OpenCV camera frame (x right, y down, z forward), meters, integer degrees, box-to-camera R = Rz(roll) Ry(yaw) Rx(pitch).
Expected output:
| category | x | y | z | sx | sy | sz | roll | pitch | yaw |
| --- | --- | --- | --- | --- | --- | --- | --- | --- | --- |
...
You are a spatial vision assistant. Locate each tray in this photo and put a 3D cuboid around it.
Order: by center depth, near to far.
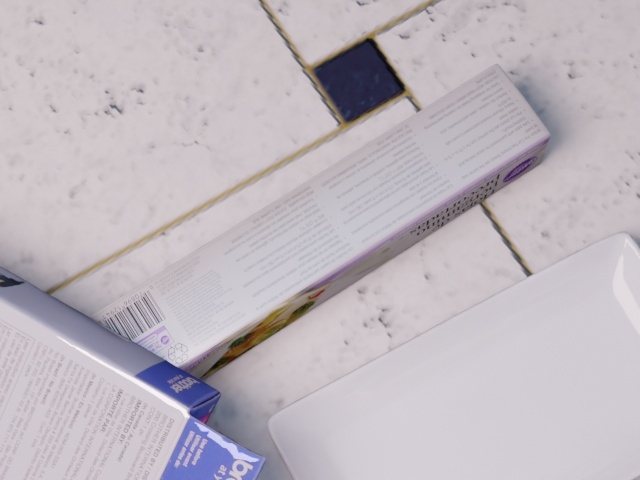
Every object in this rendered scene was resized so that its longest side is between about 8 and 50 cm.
| category | x | y | z | sx | sy | sz | roll | pitch | yaw |
| --- | --- | --- | --- | --- | --- | --- | --- | --- | --- |
| tray | 0.116 | 0.116 | 0.865 | 0.270 | 0.030 | 0.145 | -27 | 72 | -6 |

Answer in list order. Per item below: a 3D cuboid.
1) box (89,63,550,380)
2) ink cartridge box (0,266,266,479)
| category | x | y | z | sx | sy | sz | roll | pitch | yaw |
| --- | --- | --- | --- | --- | --- | --- | --- | --- | --- |
| box | 0.000 | 0.000 | 0.890 | 0.324 | 0.063 | 0.067 | -33 | 75 | -8 |
| ink cartridge box | -0.194 | 0.125 | 0.825 | 0.311 | 0.065 | 0.186 | 28 | 102 | 13 |
